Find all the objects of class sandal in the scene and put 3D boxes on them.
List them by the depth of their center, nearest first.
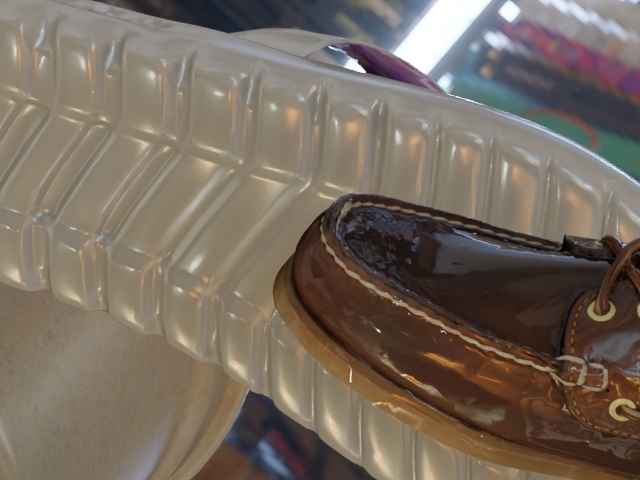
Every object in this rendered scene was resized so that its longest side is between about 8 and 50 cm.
[{"bbox_3d":[0.006,-0.012,0.773,0.169,0.416,0.102,-67,175,29],"label":"sandal"}]

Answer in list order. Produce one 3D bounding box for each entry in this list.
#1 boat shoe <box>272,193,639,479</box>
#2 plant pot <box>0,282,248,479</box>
[{"bbox_3d":[0.092,0.033,0.525,0.073,0.207,0.073,-75,-170,-52],"label":"boat shoe"},{"bbox_3d":[-0.217,0.080,0.976,0.334,0.334,0.305,-49,-173,19],"label":"plant pot"}]
